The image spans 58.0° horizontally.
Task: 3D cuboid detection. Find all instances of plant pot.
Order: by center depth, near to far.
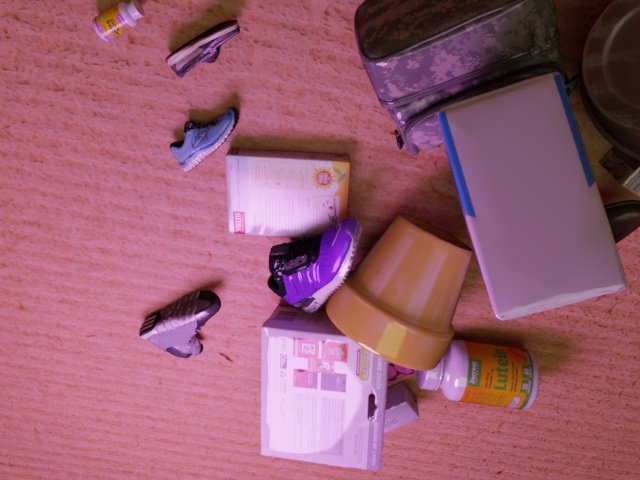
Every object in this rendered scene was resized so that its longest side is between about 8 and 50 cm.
[{"bbox_3d":[0.505,-0.255,0.814,0.323,0.280,0.324,10,106,39],"label":"plant pot"},{"bbox_3d":[0.172,0.086,1.139,0.253,0.254,0.239,23,102,-11],"label":"plant pot"}]

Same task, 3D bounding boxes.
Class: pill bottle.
[{"bbox_3d":[-0.345,-0.379,0.988,0.083,0.043,0.043,-23,117,15],"label":"pill bottle"},{"bbox_3d":[0.350,0.298,1.301,0.245,0.136,0.137,8,120,-2],"label":"pill bottle"}]

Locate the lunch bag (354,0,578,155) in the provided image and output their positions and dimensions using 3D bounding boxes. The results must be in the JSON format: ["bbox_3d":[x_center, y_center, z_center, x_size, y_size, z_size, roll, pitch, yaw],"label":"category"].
[{"bbox_3d":[0.235,-0.288,0.935,0.304,0.213,0.256,-19,136,15],"label":"lunch bag"}]

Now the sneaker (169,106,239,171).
[{"bbox_3d":[-0.221,-0.198,1.079,0.162,0.063,0.073,-35,110,20],"label":"sneaker"}]

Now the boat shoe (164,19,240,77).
[{"bbox_3d":[-0.199,-0.334,1.007,0.152,0.056,0.049,-19,123,23],"label":"boat shoe"}]

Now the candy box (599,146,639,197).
[{"bbox_3d":[0.624,-0.099,1.077,0.186,0.109,0.053,30,117,-13],"label":"candy box"}]

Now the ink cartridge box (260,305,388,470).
[{"bbox_3d":[0.015,0.321,1.264,0.271,0.130,0.310,5,105,11],"label":"ink cartridge box"}]

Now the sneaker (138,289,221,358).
[{"bbox_3d":[-0.288,0.199,1.309,0.228,0.086,0.132,-22,122,26],"label":"sneaker"}]

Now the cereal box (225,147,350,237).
[{"bbox_3d":[-0.065,-0.090,1.143,0.239,0.047,0.173,4,119,1],"label":"cereal box"}]

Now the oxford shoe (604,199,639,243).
[{"bbox_3d":[0.512,0.009,1.079,0.227,0.096,0.083,-36,113,19],"label":"oxford shoe"}]

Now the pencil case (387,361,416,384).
[{"bbox_3d":[0.128,0.310,1.345,0.209,0.095,0.098,-34,78,22],"label":"pencil case"}]

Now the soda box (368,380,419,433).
[{"bbox_3d":[0.132,0.434,1.425,0.216,0.074,0.069,-31,115,18],"label":"soda box"}]

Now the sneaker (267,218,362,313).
[{"bbox_3d":[-0.030,0.043,1.149,0.146,0.102,0.293,27,139,-8],"label":"sneaker"}]

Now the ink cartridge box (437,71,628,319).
[{"bbox_3d":[0.309,-0.049,0.899,0.166,0.395,0.286,-16,84,14],"label":"ink cartridge box"}]
